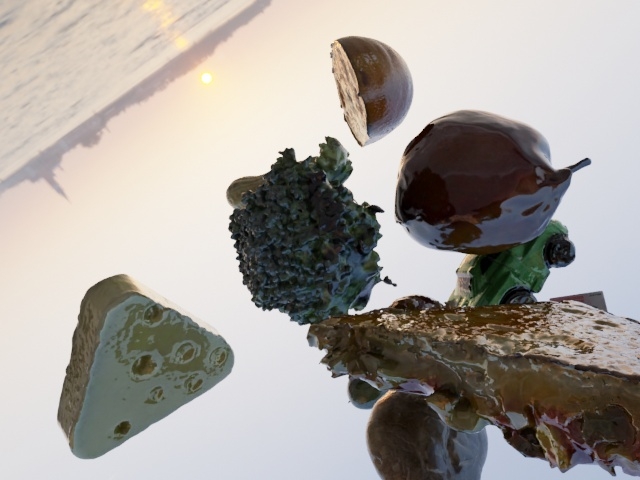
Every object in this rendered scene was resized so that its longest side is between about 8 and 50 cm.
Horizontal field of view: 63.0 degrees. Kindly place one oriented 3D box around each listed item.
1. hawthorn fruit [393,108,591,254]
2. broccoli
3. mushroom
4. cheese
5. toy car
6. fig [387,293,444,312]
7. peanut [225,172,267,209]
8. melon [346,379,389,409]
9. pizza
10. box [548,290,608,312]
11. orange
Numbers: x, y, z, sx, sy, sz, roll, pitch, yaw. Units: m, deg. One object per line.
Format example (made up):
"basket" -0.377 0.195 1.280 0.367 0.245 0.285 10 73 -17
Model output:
"hawthorn fruit" 0.312 -0.107 1.050 0.308 0.308 0.324 -43 -122 -17
"broccoli" -0.001 0.010 0.965 0.280 0.293 0.348 -24 164 -39
"mushroom" 0.225 0.411 1.062 0.146 0.278 0.278 -62 -178 43
"cheese" -0.348 0.256 1.119 0.384 0.384 0.104 -42 -134 -15
"toy car" 0.396 0.087 1.180 0.359 0.176 0.213 -55 -173 -7
"fig" 0.146 0.189 0.950 0.133 0.146 0.201 -1 152 -45
"peanut" -0.179 -0.155 1.761 0.305 0.147 0.147 -6 -146 23
"melon" 0.135 0.374 1.359 0.167 0.114 0.114 -39 -157 11
"pizza" 0.190 0.138 0.547 0.405 0.130 0.440 3 -177 13
"box" 0.633 0.176 1.281 0.125 0.089 0.043 -13 166 19
"orange" 0.104 -0.365 1.286 0.274 0.274 0.310 -20 174 30
